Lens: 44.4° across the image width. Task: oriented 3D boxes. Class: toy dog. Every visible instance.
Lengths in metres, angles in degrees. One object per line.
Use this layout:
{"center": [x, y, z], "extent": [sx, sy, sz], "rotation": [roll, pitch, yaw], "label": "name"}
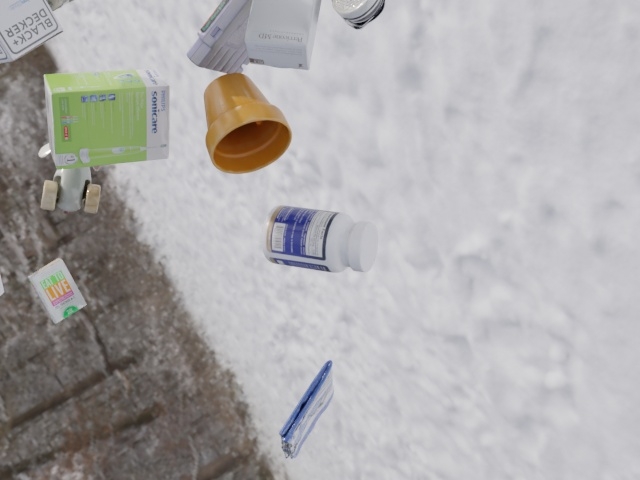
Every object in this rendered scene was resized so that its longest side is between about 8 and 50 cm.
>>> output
{"center": [-0.704, -0.206, 2.248], "extent": [0.220, 0.333, 0.161], "rotation": [28, 151, -15], "label": "toy dog"}

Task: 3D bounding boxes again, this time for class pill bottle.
{"center": [0.000, 0.000, 1.957], "extent": [0.265, 0.153, 0.153], "rotation": [9, 143, 23], "label": "pill bottle"}

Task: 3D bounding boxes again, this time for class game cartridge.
{"center": [-0.153, -0.551, 1.860], "extent": [0.068, 0.355, 0.230], "rotation": [47, -162, 14], "label": "game cartridge"}

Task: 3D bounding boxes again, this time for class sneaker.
{"center": [0.094, -0.544, 1.771], "extent": [0.127, 0.126, 0.321], "rotation": [43, -165, -30], "label": "sneaker"}

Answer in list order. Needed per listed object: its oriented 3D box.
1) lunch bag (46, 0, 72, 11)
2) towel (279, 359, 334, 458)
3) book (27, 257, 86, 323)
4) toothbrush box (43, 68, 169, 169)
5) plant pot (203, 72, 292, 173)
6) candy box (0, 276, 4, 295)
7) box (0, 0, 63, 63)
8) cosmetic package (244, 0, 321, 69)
{"center": [-0.409, -0.522, 1.272], "extent": [0.213, 0.305, 0.256], "rotation": [27, 139, 23], "label": "lunch bag"}
{"center": [-0.025, 0.394, 1.800], "extent": [0.034, 0.209, 0.285], "rotation": [30, 160, 12], "label": "towel"}
{"center": [-0.695, 0.133, 2.069], "extent": [0.035, 0.096, 0.144], "rotation": [10, 128, 53], "label": "book"}
{"center": [-0.528, -0.305, 1.952], "extent": [0.122, 0.283, 0.206], "rotation": [-125, 34, -48], "label": "toothbrush box"}
{"center": [-0.195, -0.297, 1.908], "extent": [0.205, 0.205, 0.187], "rotation": [84, 165, -63], "label": "plant pot"}
{"center": [-0.931, 0.081, 1.997], "extent": [0.070, 0.196, 0.164], "rotation": [-106, 8, -74], "label": "candy box"}
{"center": [-0.468, -0.365, 0.980], "extent": [0.169, 0.087, 0.289], "rotation": [7, 133, 41], "label": "box"}
{"center": [-0.060, -0.436, 1.435], "extent": [0.085, 0.118, 0.231], "rotation": [82, -165, -70], "label": "cosmetic package"}
